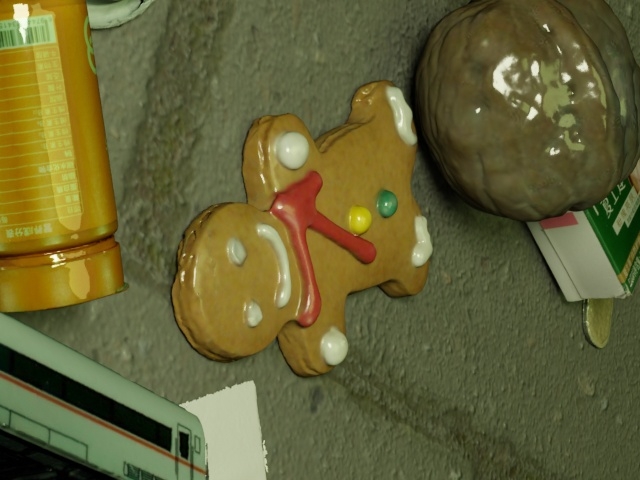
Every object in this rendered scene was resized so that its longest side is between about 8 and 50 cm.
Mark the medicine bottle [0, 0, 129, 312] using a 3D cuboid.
[{"bbox_3d":[-0.179,-0.057,1.075,0.096,0.096,0.192,-19,103,-54],"label":"medicine bottle"}]

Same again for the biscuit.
[{"bbox_3d":[0.000,0.000,1.380,0.339,0.047,0.216,-24,107,-54],"label":"biscuit"}]

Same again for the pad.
[{"bbox_3d":[-0.104,0.198,1.254,0.232,0.004,0.156,-15,100,-55],"label":"pad"}]

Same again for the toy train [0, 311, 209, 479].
[{"bbox_3d":[-0.217,0.076,1.016,0.407,0.086,0.088,35,49,-48],"label":"toy train"}]

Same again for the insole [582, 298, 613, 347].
[{"bbox_3d":[0.310,-0.006,1.862,0.081,0.011,0.248,30,64,-52],"label":"insole"}]

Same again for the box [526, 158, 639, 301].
[{"bbox_3d":[0.288,-0.052,1.764,0.135,0.081,0.199,58,43,-29],"label":"box"}]

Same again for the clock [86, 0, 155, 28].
[{"bbox_3d":[-0.148,-0.261,1.171,0.236,0.053,0.236,4,85,-54],"label":"clock"}]

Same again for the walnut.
[{"bbox_3d":[0.183,-0.125,1.528,0.224,0.224,0.224,4,85,-55],"label":"walnut"}]
